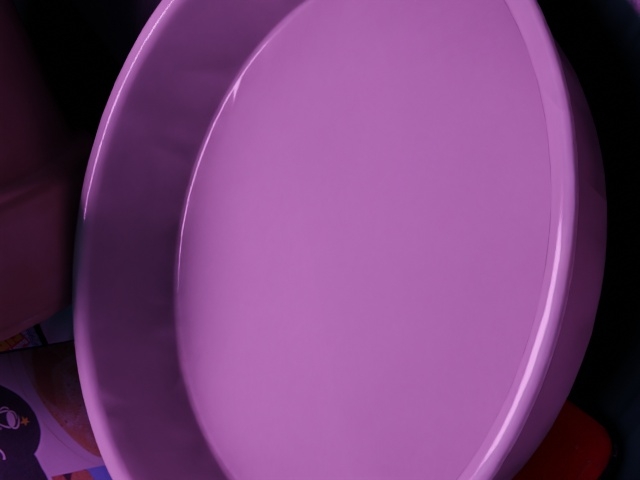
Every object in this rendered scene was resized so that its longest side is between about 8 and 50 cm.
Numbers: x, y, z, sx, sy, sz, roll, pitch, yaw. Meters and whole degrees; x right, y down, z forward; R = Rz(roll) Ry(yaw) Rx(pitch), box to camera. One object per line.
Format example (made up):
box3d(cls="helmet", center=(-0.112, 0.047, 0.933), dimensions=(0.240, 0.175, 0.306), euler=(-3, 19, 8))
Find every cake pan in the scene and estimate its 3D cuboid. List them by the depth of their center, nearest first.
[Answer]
box3d(cls="cake pan", center=(0.000, 0.000, 0.584), dimensions=(0.293, 0.054, 0.293), euler=(-11, 75, 45))

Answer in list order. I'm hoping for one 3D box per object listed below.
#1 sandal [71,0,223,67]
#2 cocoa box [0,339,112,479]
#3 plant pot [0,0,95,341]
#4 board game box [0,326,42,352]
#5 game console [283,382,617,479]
box3d(cls="sandal", center=(-0.179, -0.254, 0.765), dimensions=(0.446, 0.107, 0.167), euler=(48, 131, 34))
box3d(cls="cocoa box", center=(-0.167, 0.247, 0.746), dimensions=(0.231, 0.228, 0.347), euler=(55, 135, 29))
box3d(cls="plant pot", center=(-0.286, -0.097, 0.707), dimensions=(0.323, 0.323, 0.280), euler=(10, 115, 50))
box3d(cls="board game box", center=(-0.268, 0.060, 0.903), dimensions=(0.194, 0.194, 0.060), euler=(48, 136, 16))
box3d(cls="game console", center=(0.059, 0.107, 0.612), dimensions=(0.144, 0.085, 0.124), euler=(37, 93, 41))
